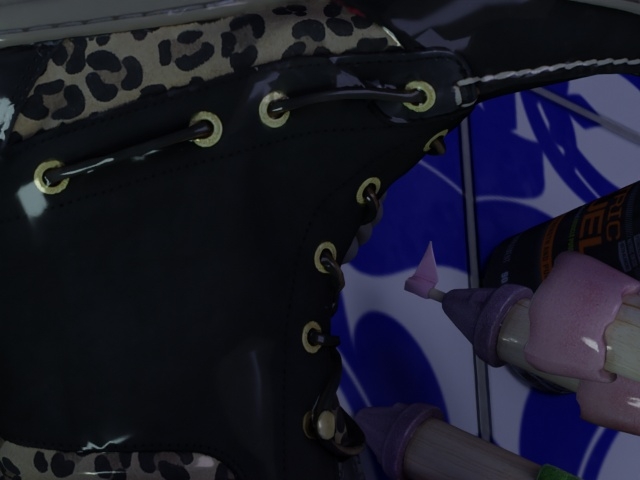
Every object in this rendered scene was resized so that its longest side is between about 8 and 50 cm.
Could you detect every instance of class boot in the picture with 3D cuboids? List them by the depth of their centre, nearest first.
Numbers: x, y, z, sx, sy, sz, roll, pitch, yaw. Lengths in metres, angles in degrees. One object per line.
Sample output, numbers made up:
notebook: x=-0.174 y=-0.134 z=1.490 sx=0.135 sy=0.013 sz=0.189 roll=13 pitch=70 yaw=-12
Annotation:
boot: x=0.000 y=0.000 z=0.614 sx=0.377 sy=0.138 sz=0.284 roll=-4 pitch=97 yaw=-15

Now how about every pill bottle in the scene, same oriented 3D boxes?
pill bottle: x=0.244 y=0.019 z=0.868 sx=0.130 sy=0.246 sz=0.130 roll=20 pitch=58 yaw=-35

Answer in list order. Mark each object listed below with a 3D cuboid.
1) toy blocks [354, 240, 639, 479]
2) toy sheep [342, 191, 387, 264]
toy blocks: x=0.121 y=0.173 z=0.736 sx=0.309 sy=0.260 sz=0.288 roll=36 pitch=76 yaw=-56
toy sheep: x=0.000 y=-0.034 z=0.787 sx=0.091 sy=0.091 sz=0.132 roll=32 pitch=70 yaw=-28
